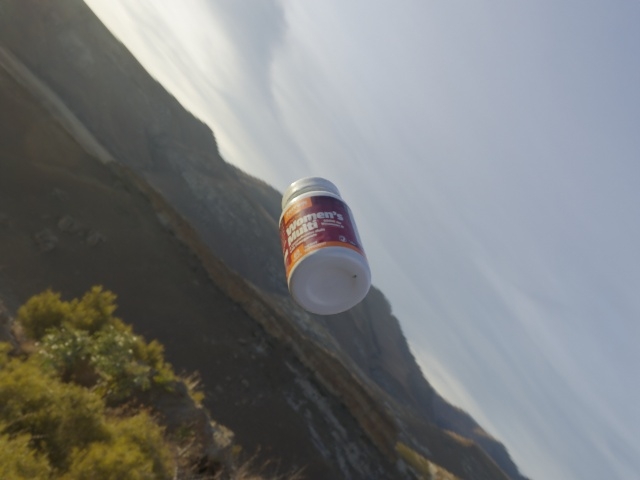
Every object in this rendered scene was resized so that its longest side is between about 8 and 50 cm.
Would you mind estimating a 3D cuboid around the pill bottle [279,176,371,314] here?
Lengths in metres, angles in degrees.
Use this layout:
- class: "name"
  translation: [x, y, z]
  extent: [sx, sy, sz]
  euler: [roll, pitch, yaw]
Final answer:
- class: "pill bottle"
  translation: [0.000, 0.000, 1.035]
  extent: [0.121, 0.121, 0.221]
  euler: [52, 15, -35]
